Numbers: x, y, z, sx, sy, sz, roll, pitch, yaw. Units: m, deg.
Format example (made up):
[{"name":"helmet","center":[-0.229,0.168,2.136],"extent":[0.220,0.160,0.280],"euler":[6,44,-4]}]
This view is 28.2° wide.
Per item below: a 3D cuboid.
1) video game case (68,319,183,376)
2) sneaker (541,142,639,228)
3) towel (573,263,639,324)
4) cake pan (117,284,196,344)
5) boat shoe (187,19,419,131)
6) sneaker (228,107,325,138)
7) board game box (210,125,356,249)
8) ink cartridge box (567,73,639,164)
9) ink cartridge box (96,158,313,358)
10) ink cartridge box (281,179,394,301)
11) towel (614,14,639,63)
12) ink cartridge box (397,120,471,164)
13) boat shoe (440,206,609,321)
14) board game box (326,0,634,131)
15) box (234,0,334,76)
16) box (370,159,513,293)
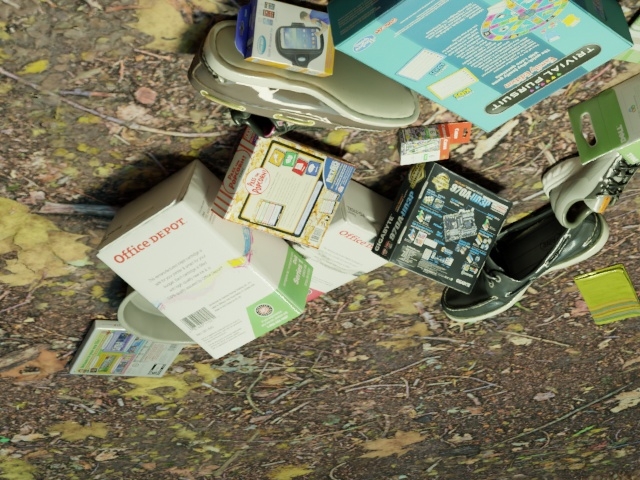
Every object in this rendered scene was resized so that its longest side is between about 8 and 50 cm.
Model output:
[{"name":"video game case","center":[-0.373,0.213,2.490],"extent":[0.193,0.023,0.212],"euler":[5,149,-24]},{"name":"sneaker","center":[0.471,-0.113,2.052],"extent":[0.100,0.108,0.271],"euler":[12,144,-29]},{"name":"towel","center":[0.586,0.113,2.582],"extent":[0.102,0.021,0.237],"euler":[-18,150,15]},{"name":"cake pan","center":[-0.221,0.104,2.303],"extent":[0.293,0.054,0.293],"euler":[-7,151,-4]},{"name":"boat shoe","center":[-0.021,-0.208,1.739],"extent":[0.324,0.117,0.097],"euler":[11,150,-26]},{"name":"sneaker","center":[-0.064,-0.175,1.819],"extent":[0.178,0.077,0.072],"euler":[10,147,-32]},{"name":"board game box","center":[-0.054,-0.080,1.941],"extent":[0.193,0.045,0.147],"euler":[18,100,-40]},{"name":"ink cartridge box","center":[0.487,-0.188,1.917],"extent":[0.209,0.109,0.062],"euler":[-26,146,28]},{"name":"ink cartridge box","center":[-0.181,0.033,2.015],"extent":[0.201,0.117,0.278],"euler":[-29,119,32]},{"name":"ink cartridge box","center":[0.000,0.000,2.129],"extent":[0.237,0.100,0.172],"euler":[-28,146,32]},{"name":"towel","center":[0.487,-0.302,1.809],"extent":[0.113,0.023,0.152],"euler":[7,150,-22]},{"name":"ink cartridge box","center":[0.179,-0.152,1.979],"extent":[0.115,0.029,0.063],"euler":[-7,151,-2]},{"name":"boat shoe","center":[0.339,0.032,2.258],"extent":[0.340,0.127,0.113],"euler":[-27,145,27]},{"name":"board game box","center":[0.215,-0.287,1.693],"extent":[0.253,0.079,0.336],"euler":[-30,145,33]},{"name":"box","center":[-0.044,-0.265,1.656],"extent":[0.136,0.081,0.028],"euler":[8,175,-30]},{"name":"box","center":[0.202,-0.022,2.090],"extent":[0.220,0.051,0.175],"euler":[21,95,-43]}]
